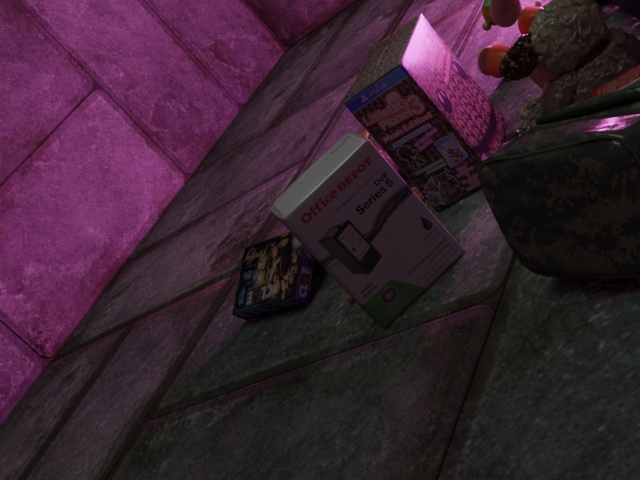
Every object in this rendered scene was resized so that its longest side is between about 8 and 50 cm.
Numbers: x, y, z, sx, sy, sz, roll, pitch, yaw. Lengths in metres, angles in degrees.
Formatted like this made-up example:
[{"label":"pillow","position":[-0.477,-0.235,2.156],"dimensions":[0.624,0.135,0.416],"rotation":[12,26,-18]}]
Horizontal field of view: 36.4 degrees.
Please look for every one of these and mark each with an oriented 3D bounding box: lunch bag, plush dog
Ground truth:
[{"label":"lunch bag","position":[0.404,-0.096,1.310],"dimensions":[0.256,0.213,0.305],"rotation":[-34,13,-29]},{"label":"plush dog","position":[0.437,-0.305,1.642],"dimensions":[0.262,0.225,0.210],"rotation":[-43,18,-2]}]

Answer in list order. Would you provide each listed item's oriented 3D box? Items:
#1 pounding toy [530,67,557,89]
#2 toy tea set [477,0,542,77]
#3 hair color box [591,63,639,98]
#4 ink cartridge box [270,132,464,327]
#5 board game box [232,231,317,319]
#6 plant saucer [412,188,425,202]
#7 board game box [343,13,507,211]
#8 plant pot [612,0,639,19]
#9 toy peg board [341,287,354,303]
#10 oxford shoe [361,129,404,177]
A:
[{"label":"pounding toy","position":[0.474,-0.377,1.781],"dimensions":[0.181,0.094,0.206],"rotation":[-43,-25,0]},{"label":"toy tea set","position":[0.436,-0.524,2.186],"dimensions":[0.336,0.200,0.124],"rotation":[-53,29,-13]},{"label":"hair color box","position":[0.520,-0.229,1.518],"dimensions":[0.167,0.093,0.053],"rotation":[-29,23,34]},{"label":"ink cartridge box","position":[0.080,-0.019,1.673],"dimensions":[0.198,0.273,0.115],"rotation":[-44,18,-2]},{"label":"board game box","position":[-0.097,0.073,2.096],"dimensions":[0.243,0.042,0.165],"rotation":[-19,55,51]},{"label":"plant saucer","position":[0.186,-0.081,2.002],"dimensions":[0.083,0.013,0.083],"rotation":[-37,19,15]},{"label":"board game box","position":[0.210,-0.248,1.881],"dimensions":[0.141,0.291,0.232],"rotation":[-30,23,33]},{"label":"plant pot","position":[0.602,-0.505,1.695],"dimensions":[0.271,0.255,0.272],"rotation":[-39,21,18]},{"label":"toy peg board","position":[0.084,0.018,1.891],"dimensions":[0.161,0.079,0.161],"rotation":[-40,19,7]},{"label":"oxford shoe","position":[0.194,-0.234,2.155],"dimensions":[0.132,0.130,0.364],"rotation":[-17,31,41]}]
